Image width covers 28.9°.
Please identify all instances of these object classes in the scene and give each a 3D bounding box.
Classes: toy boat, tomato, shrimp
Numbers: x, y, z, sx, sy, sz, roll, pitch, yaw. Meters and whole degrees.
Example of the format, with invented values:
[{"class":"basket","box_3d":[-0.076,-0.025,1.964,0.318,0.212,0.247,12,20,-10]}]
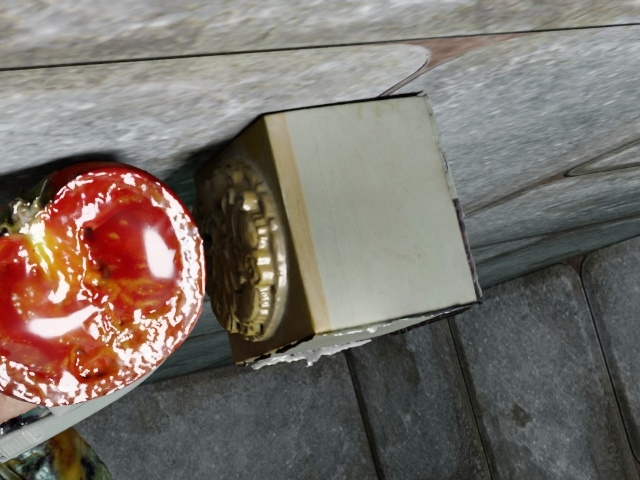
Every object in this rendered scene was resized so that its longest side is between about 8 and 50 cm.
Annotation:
[{"class":"toy boat","box_3d":[-0.268,0.133,1.369,0.295,0.129,0.088,-29,-150,5]},{"class":"tomato","box_3d":[-0.155,0.021,0.773,0.159,0.139,0.091,-41,-155,-9]},{"class":"shrimp","box_3d":[-0.408,0.300,1.521,0.272,0.085,0.445,-40,128,3]}]

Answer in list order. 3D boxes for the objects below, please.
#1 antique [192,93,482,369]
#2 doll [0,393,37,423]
[{"class":"antique","box_3d":[0.000,0.000,0.825,0.148,0.152,0.147,-9,170,-28]},{"class":"doll","box_3d":[-0.254,0.061,0.867,0.201,0.156,0.303,-13,-152,42]}]
